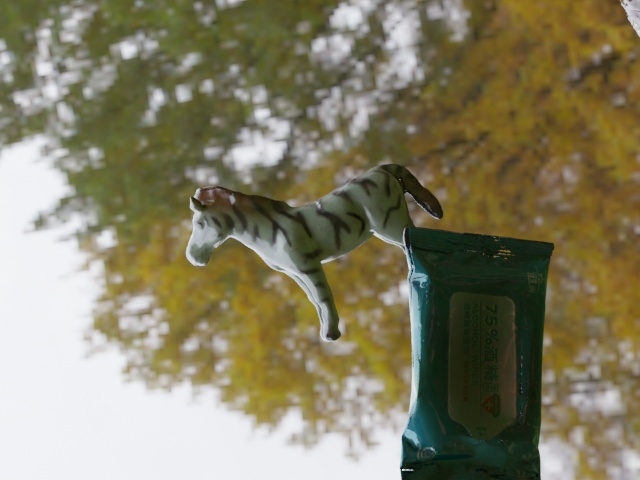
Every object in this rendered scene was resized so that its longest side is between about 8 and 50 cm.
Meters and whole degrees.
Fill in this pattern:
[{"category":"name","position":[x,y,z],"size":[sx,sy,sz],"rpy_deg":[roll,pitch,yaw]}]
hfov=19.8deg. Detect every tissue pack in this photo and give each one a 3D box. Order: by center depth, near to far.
[{"category":"tissue pack","position":[0.080,0.064,0.973],"size":[0.085,0.028,0.138],"rpy_deg":[6,-97,-15]}]

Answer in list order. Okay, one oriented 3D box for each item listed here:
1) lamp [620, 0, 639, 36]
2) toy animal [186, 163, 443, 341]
[{"category":"lamp","position":[0.430,-0.262,1.919],"size":[0.247,0.247,0.247],"rpy_deg":[22,-116,-58]},{"category":"toy animal","position":[-0.001,0.018,1.824],"size":[0.090,0.255,0.170],"rpy_deg":[-170,72,-79]}]
